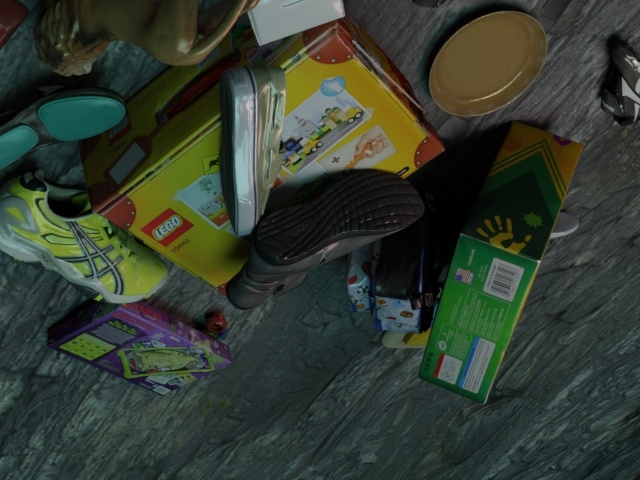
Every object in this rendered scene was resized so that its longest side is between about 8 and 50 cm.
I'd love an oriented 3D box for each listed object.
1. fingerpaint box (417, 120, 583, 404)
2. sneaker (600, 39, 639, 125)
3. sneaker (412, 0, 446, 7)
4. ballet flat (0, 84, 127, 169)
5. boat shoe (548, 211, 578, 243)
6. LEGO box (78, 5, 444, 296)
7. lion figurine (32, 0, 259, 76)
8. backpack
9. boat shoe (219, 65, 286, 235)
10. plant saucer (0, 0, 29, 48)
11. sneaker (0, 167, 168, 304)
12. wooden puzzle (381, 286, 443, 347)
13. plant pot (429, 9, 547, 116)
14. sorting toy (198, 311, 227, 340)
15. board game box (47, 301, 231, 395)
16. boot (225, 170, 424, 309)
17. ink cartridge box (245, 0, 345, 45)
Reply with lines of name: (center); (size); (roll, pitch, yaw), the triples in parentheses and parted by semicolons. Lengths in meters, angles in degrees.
fingerpaint box: (0.361, 0.046, 2.000); (0.163, 0.371, 0.445); (21, 138, 12)
sneaker: (0.605, -0.302, 1.956); (0.106, 0.078, 0.234); (-34, 141, 10)
sneaker: (0.249, -0.468, 1.624); (0.222, 0.083, 0.118); (-20, 159, -14)
ballet flat: (-0.449, -0.197, 1.567); (0.280, 0.096, 0.095); (-20, 136, -1)
boat shoe: (0.501, -0.007, 2.250); (0.183, 0.065, 0.083); (-14, 141, 0)
LEGO box: (-0.098, -0.165, 1.689); (0.500, 0.193, 0.372); (-35, 138, 14)
lion figurine: (-0.247, -0.320, 1.368); (0.142, 0.392, 0.240); (30, 84, -48)
backpack: (0.159, 0.070, 2.028); (0.213, 0.277, 0.263); (4, 147, 17)
boat shoe: (-0.099, -0.130, 1.496); (0.094, 0.109, 0.302); (-10, 135, -16)
plant saucer: (-0.603, -0.295, 1.428); (0.258, 0.048, 0.259); (-43, 137, 22)
sneaker: (-0.414, 0.000, 1.766); (0.147, 0.145, 0.384); (-41, 138, 21)
wooden puzzle: (0.296, 0.197, 2.388); (0.238, 0.044, 0.221); (8, 131, -31)
plant pot: (0.307, -0.333, 1.820); (0.236, 0.032, 0.236); (-13, 138, -11)
sorting toy: (-0.234, 0.190, 2.145); (0.061, 0.042, 0.102); (24, 135, -23)
board game box: (-0.378, 0.226, 2.077); (0.208, 0.056, 0.347); (-24, 143, 26)
boot: (0.000, 0.000, 1.694); (0.338, 0.118, 0.223); (-15, 159, -27)
ink cartridge box: (-0.061, -0.393, 1.458); (0.139, 0.191, 0.082); (-19, 140, -4)
